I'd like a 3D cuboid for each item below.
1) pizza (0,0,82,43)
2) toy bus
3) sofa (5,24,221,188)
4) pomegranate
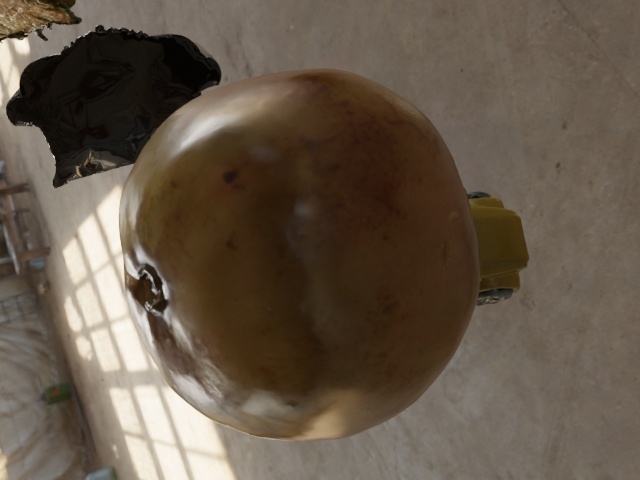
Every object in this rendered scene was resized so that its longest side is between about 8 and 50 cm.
[{"bbox_3d":[-0.480,-0.350,0.943,0.229,0.290,0.081,149,126,-74],"label":"pizza"},{"bbox_3d":[0.050,0.011,0.680,0.123,0.336,0.121,116,148,-71],"label":"toy bus"},{"bbox_3d":[-0.266,-0.200,0.897,0.200,0.259,0.181,-125,21,-65],"label":"sofa"},{"bbox_3d":[0.000,0.000,0.477,0.229,0.271,0.251,-21,92,51],"label":"pomegranate"}]
